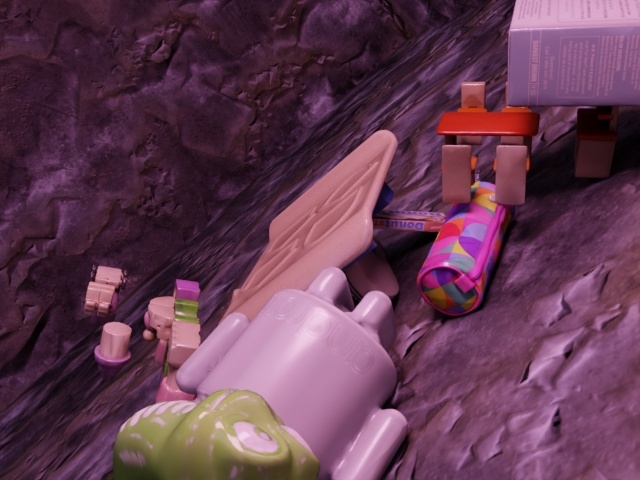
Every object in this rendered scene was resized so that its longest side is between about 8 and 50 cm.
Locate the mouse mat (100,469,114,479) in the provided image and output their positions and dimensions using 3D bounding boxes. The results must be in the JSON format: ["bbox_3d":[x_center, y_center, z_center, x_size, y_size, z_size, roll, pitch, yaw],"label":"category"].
[{"bbox_3d":[-0.259,0.391,1.032,0.189,0.007,0.153,-34,54,20],"label":"mouse mat"}]

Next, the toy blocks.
[{"bbox_3d":[-0.269,0.231,1.190,0.288,0.309,0.260,-117,40,-66],"label":"toy blocks"}]

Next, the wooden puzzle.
[{"bbox_3d":[0.000,0.000,1.112,0.322,0.080,0.348,-39,17,28],"label":"wooden puzzle"}]

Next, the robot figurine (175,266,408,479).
[{"bbox_3d":[-0.043,0.203,0.862,0.300,0.200,0.353,25,65,29],"label":"robot figurine"}]

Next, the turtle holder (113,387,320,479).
[{"bbox_3d":[-0.032,0.245,0.419,0.227,0.243,0.320,9,86,44],"label":"turtle holder"}]

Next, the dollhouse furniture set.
[{"bbox_3d":[0.311,-0.177,1.054,0.259,0.135,0.262,3,33,17],"label":"dollhouse furniture set"}]

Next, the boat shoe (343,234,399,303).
[{"bbox_3d":[0.037,0.070,1.232,0.158,0.127,0.340,-42,9,11],"label":"boat shoe"}]

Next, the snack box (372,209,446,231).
[{"bbox_3d":[0.139,-0.037,1.245,0.178,0.022,0.064,3,18,-3],"label":"snack box"}]

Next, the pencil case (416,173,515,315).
[{"bbox_3d":[0.223,0.003,1.032,0.104,0.104,0.236,-22,26,43],"label":"pencil case"}]

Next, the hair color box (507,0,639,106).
[{"bbox_3d":[0.450,-0.264,0.928,0.374,0.114,0.185,3,34,18],"label":"hair color box"}]
